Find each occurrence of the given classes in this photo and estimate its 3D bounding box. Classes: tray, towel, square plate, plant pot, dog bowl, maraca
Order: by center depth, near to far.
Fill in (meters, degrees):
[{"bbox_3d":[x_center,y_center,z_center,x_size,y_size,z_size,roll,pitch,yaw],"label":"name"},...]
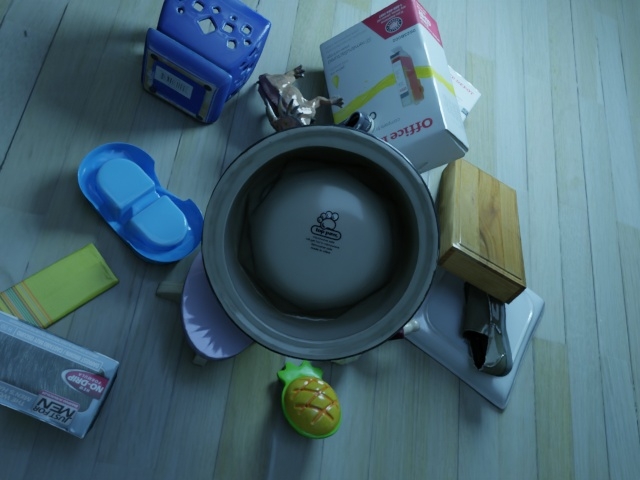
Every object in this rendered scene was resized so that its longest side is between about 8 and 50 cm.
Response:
[{"bbox_3d":[0.000,0.000,1.101,0.408,0.150,0.408,0,97,-1],"label":"dog bowl"},{"bbox_3d":[-0.524,0.105,1.191,0.237,0.021,0.102,-36,91,-31],"label":"towel"},{"bbox_3d":[-0.024,0.327,1.264,0.127,0.099,0.186,3,42,-27],"label":"maraca"},{"bbox_3d":[-0.381,-0.069,1.292,0.297,0.074,0.166,46,59,1],"label":"dog bowl"},{"bbox_3d":[-0.279,-0.426,1.400,0.236,0.236,0.212,30,66,-9],"label":"plant pot"},{"bbox_3d":[0.401,-0.044,1.523,0.203,0.076,0.411,29,39,-9],"label":"tray"},{"bbox_3d":[0.395,0.181,1.527,0.347,0.049,0.344,37,59,-4],"label":"square plate"}]

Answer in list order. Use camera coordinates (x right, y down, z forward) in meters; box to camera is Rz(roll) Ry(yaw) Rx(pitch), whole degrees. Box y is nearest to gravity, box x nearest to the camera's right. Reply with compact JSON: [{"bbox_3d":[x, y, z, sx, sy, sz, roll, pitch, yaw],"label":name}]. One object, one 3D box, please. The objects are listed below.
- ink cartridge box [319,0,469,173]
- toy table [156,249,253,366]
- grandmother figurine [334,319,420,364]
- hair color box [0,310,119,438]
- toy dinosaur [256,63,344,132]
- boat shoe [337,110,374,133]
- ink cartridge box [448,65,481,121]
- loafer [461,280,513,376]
[{"bbox_3d":[0.178,-0.359,1.512,0.160,0.279,0.385,20,55,-55],"label":"ink cartridge box"},{"bbox_3d":[-0.202,0.121,1.236,0.252,0.161,0.274,31,59,-8],"label":"toy table"},{"bbox_3d":[0.134,0.154,1.404,0.208,0.104,0.342,31,58,29],"label":"grandmother figurine"},{"bbox_3d":[-0.431,0.219,0.968,0.185,0.374,0.114,26,69,-11],"label":"hair color box"},{"bbox_3d":[-0.089,-0.330,1.447,0.200,0.127,0.296,-17,56,-44],"label":"toy dinosaur"},{"bbox_3d":[0.025,-0.244,1.440,0.065,0.206,0.075,24,43,-60],"label":"boat shoe"},{"bbox_3d":[0.313,-0.368,1.695,0.172,0.100,0.237,39,60,-4],"label":"ink cartridge box"},{"bbox_3d":[0.382,0.196,1.432,0.087,0.094,0.251,0,69,-27],"label":"loafer"}]
